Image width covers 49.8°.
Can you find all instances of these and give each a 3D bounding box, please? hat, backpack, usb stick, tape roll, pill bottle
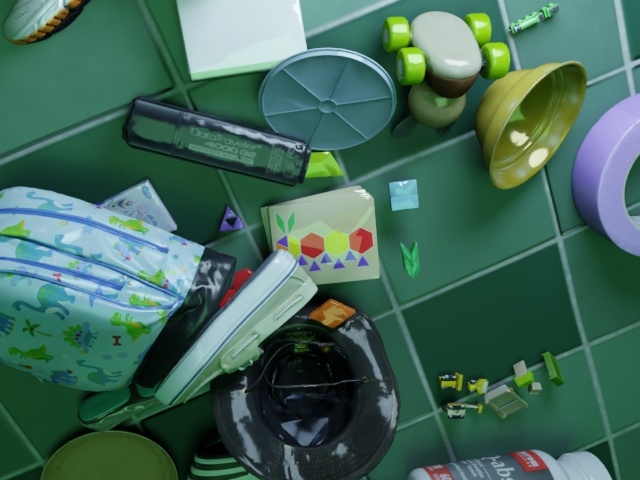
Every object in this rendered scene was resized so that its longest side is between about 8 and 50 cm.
[{"bbox_3d":[-0.031,0.258,1.144,0.331,0.331,0.134,-4,151,-9],"label":"hat"},{"bbox_3d":[-0.351,0.073,0.988,0.355,0.273,0.290,35,131,-9],"label":"backpack"},{"bbox_3d":[-0.153,-0.145,1.027,0.278,0.045,0.077,13,100,-11],"label":"usb stick"},{"bbox_3d":[0.576,-0.112,1.172,0.274,0.090,0.275,-4,113,-10],"label":"tape roll"},{"bbox_3d":[0.362,0.519,1.323,0.362,0.210,0.210,-7,113,-9],"label":"pill bottle"}]

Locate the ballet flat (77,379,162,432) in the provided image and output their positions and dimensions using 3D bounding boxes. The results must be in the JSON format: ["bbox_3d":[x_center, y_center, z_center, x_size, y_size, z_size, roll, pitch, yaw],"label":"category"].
[{"bbox_3d":[-0.307,0.260,1.172,0.213,0.072,0.068,-26,142,1],"label":"ballet flat"}]

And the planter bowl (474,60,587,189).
[{"bbox_3d":[0.303,-0.193,1.063,0.217,0.090,0.217,-31,144,-26],"label":"planter bowl"}]

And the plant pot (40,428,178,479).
[{"bbox_3d":[-0.376,0.430,1.238,0.236,0.032,0.236,-4,113,-10],"label":"plant pot"}]

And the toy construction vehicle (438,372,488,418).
[{"bbox_3d":[0.266,0.292,1.311,0.098,0.035,0.086,0,101,-14],"label":"toy construction vehicle"}]

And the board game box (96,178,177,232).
[{"bbox_3d":[-0.284,-0.037,1.070,0.090,0.020,0.090,-26,115,2],"label":"board game box"}]

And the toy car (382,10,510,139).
[{"bbox_3d":[0.173,-0.232,1.044,0.155,0.149,0.188,-6,140,-10],"label":"toy car"}]

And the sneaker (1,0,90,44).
[{"bbox_3d":[-0.336,-0.373,0.891,0.121,0.099,0.262,42,92,-15],"label":"sneaker"}]

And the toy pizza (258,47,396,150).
[{"bbox_3d":[0.010,-0.207,1.009,0.201,0.032,0.201,0,145,0],"label":"toy pizza"}]

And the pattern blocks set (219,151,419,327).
[{"bbox_3d":[0.000,0.000,1.111,0.324,0.026,0.285,3,100,-2],"label":"pattern blocks set"}]

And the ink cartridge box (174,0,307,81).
[{"bbox_3d":[-0.119,-0.350,0.956,0.171,0.056,0.235,-11,101,-7],"label":"ink cartridge box"}]

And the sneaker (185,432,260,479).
[{"bbox_3d":[-0.021,0.446,1.238,0.447,0.169,0.258,8,112,-12],"label":"sneaker"}]

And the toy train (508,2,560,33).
[{"bbox_3d":[0.330,-0.342,1.064,0.083,0.024,0.017,-28,115,0],"label":"toy train"}]

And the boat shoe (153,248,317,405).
[{"bbox_3d":[-0.128,0.149,1.059,0.094,0.109,0.302,43,90,-7],"label":"boat shoe"}]

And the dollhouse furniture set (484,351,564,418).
[{"bbox_3d":[0.387,0.276,1.330,0.151,0.059,0.076,-35,123,25],"label":"dollhouse furniture set"}]
